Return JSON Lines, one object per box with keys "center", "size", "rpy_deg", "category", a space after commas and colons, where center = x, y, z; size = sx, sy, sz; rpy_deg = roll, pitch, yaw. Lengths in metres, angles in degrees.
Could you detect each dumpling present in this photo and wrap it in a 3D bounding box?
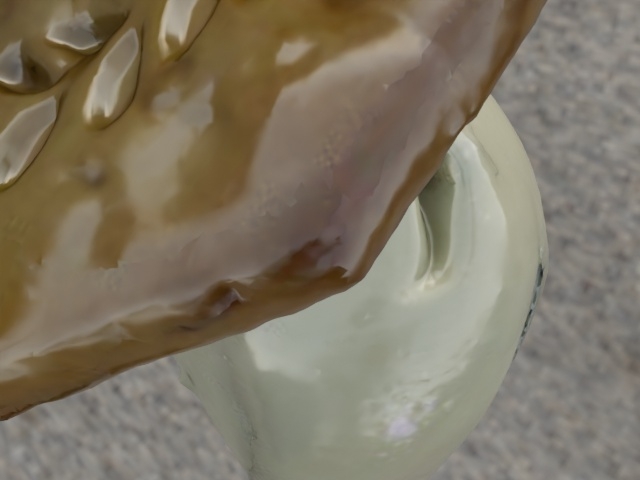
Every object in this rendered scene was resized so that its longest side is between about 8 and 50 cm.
{"center": [0.000, 0.000, 1.184], "size": [0.233, 0.315, 0.395], "rpy_deg": [-6, 126, -11], "category": "dumpling"}

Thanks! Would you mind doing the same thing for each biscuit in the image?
{"center": [-0.080, -0.110, 0.573], "size": [0.359, 0.359, 0.046], "rpy_deg": [-49, 141, -5], "category": "biscuit"}
